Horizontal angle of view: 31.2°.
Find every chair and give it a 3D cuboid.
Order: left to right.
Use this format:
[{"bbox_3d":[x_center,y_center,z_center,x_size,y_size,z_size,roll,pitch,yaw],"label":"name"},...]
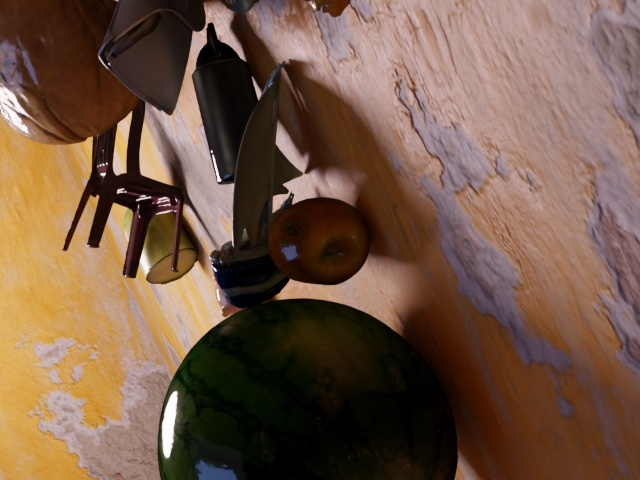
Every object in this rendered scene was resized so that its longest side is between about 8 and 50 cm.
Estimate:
[{"bbox_3d":[-0.354,-0.113,2.142,0.176,0.183,0.326,-7,68,47],"label":"chair"}]

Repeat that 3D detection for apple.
[{"bbox_3d":[0.000,0.000,1.300,0.102,0.114,0.099,23,104,59],"label":"apple"}]

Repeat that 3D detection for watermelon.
[{"bbox_3d":[-0.022,0.231,1.309,0.363,0.363,0.363,55,161,29],"label":"watermelon"}]

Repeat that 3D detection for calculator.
[{"bbox_3d":[-0.107,-0.310,1.326,0.153,0.021,0.095,25,139,65],"label":"calculator"}]

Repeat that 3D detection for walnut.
[{"bbox_3d":[-0.438,-0.316,1.910,0.252,0.277,0.313,-5,108,39],"label":"walnut"}]

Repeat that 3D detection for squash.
[{"bbox_3d":[-0.327,-0.012,2.284,0.186,0.123,0.123,59,163,28],"label":"squash"}]

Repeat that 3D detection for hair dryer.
[{"bbox_3d":[-0.122,-0.165,1.521,0.248,0.078,0.195,133,123,-83],"label":"hair dryer"}]

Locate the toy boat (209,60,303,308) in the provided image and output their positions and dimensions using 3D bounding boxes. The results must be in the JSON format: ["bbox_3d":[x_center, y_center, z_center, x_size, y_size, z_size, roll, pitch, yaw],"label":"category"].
[{"bbox_3d":[-0.058,-0.060,1.372,0.210,0.070,0.291,14,-92,-73],"label":"toy boat"}]

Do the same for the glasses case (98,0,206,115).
[{"bbox_3d":[-0.193,-0.282,1.416,0.128,0.083,0.308,55,-158,-35],"label":"glasses case"}]

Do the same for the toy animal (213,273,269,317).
[{"bbox_3d":[-0.135,0.100,1.906,0.114,0.082,0.091,59,164,13],"label":"toy animal"}]

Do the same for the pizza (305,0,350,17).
[{"bbox_3d":[-0.037,-0.333,1.026,0.134,0.056,0.271,21,134,55],"label":"pizza"}]
